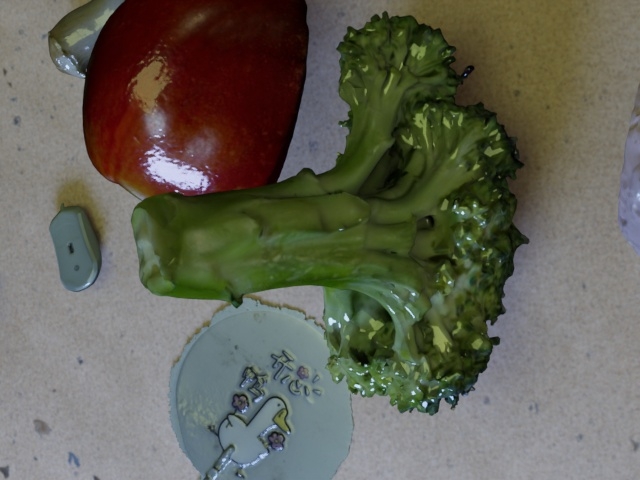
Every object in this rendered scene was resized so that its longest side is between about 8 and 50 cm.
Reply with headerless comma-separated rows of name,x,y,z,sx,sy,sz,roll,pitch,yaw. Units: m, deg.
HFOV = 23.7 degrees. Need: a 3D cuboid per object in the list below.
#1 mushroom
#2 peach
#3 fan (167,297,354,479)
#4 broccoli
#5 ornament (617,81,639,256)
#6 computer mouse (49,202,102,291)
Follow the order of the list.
mushroom,-0.206,-0.290,1.712,0.278,0.096,0.099,-47,74,23
peach,-0.123,-0.166,1.582,0.248,0.245,0.275,41,111,37
fan,-0.116,0.256,1.744,0.233,0.012,0.415,40,107,18
broccoli,0.024,0.027,1.481,0.353,0.397,0.275,50,140,-4
ornament,0.393,-0.069,1.371,0.225,0.259,0.259,9,97,18
computer mouse,-0.286,0.008,1.796,0.056,0.032,0.110,-25,73,22
